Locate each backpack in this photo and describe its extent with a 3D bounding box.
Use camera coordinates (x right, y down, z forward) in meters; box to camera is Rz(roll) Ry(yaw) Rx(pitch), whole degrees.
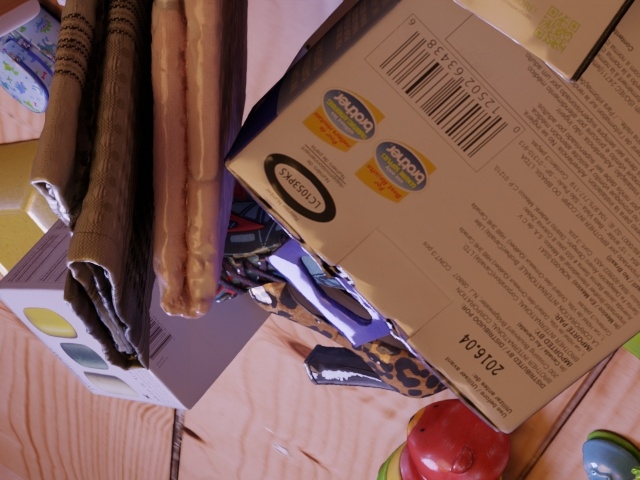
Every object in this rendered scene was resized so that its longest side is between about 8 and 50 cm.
[{"bbox_3d":[-0.302,-0.189,1.532,0.114,0.084,0.105,37,155,-4],"label":"backpack"}]

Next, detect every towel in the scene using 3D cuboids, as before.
[{"bbox_3d":[-0.145,-0.087,0.988,0.056,0.324,0.312,3,162,-2],"label":"towel"},{"bbox_3d":[-0.084,-0.159,0.995,0.053,0.332,0.317,3,118,0],"label":"towel"}]

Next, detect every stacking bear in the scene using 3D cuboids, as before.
[{"bbox_3d":[0.143,0.288,1.668,0.164,0.175,0.289,34,145,12],"label":"stacking bear"}]

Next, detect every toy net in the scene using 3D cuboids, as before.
[{"bbox_3d":[0.373,0.300,1.528,0.122,0.045,0.232,0,136,47],"label":"toy net"}]

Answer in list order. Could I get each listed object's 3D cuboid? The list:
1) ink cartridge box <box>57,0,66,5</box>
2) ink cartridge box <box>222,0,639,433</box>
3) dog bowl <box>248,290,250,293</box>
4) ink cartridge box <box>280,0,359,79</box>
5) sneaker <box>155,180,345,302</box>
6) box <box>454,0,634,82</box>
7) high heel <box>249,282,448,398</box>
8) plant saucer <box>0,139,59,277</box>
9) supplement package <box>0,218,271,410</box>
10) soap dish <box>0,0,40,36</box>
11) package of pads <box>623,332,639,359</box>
[{"bbox_3d":[-0.182,-0.254,1.334,0.207,0.046,0.097,19,148,31],"label":"ink cartridge box"},{"bbox_3d":[0.127,-0.066,0.914,0.395,0.151,0.270,-42,101,18],"label":"ink cartridge box"},{"bbox_3d":[0.000,0.000,1.476,0.166,0.074,0.297,47,150,-17],"label":"dog bowl"},{"bbox_3d":[0.036,-0.126,1.135,0.100,0.172,0.237,40,152,-1],"label":"ink cartridge box"},{"bbox_3d":[-0.055,0.015,1.124,0.262,0.125,0.104,10,135,46],"label":"sneaker"},{"bbox_3d":[0.130,-0.278,0.724,0.232,0.058,0.322,36,114,5],"label":"box"},{"bbox_3d":[0.035,0.049,1.361,0.186,0.093,0.261,-1,132,33],"label":"high heel"},{"bbox_3d":[-0.368,0.017,1.927,0.332,0.081,0.333,0,134,51],"label":"plant saucer"},{"bbox_3d":[-0.217,0.058,1.665,0.199,0.198,0.262,50,155,-22],"label":"supplement package"},{"bbox_3d":[-0.454,-0.280,1.441,0.291,0.229,0.118,21,131,29],"label":"soap dish"},{"bbox_3d":[0.244,-0.028,1.116,0.296,0.101,0.229,36,153,5],"label":"package of pads"}]
